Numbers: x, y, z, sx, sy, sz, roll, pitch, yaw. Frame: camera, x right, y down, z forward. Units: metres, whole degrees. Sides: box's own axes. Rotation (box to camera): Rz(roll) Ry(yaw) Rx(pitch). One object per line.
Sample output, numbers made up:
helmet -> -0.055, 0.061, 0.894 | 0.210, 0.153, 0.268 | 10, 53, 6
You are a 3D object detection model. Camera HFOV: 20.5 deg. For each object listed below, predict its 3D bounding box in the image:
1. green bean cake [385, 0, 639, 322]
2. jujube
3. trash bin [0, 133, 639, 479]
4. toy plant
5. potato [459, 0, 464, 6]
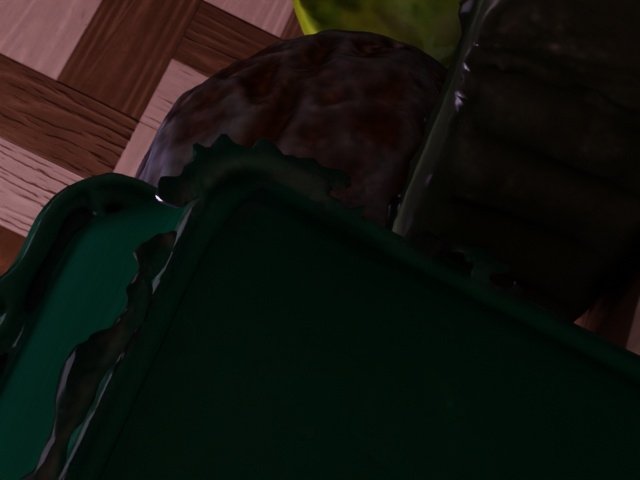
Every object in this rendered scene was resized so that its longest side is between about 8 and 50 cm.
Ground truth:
green bean cake -> 0.117, -0.083, 0.851 | 0.227, 0.125, 0.222 | 118, 173, -46
jujube -> 0.009, 0.003, 1.049 | 0.308, 0.215, 0.246 | -67, -26, -50
trash bin -> -0.038, 0.125, 0.669 | 0.295, 0.259, 0.381 | -65, 7, -12
toy plant -> 0.100, -0.172, 1.317 | 0.316, 0.184, 0.224 | 7, -92, -73
potato -> 0.141, -0.132, 1.064 | 0.188, 0.105, 0.085 | -66, -35, -70
